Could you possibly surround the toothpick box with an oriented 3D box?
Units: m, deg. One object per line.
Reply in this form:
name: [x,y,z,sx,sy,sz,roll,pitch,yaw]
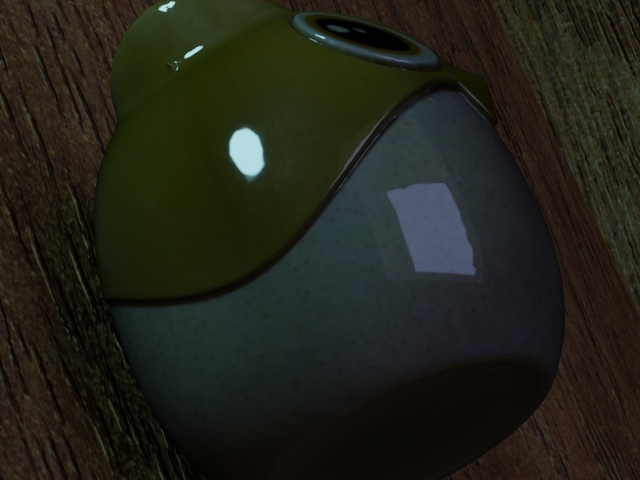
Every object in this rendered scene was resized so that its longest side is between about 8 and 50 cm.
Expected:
toothpick box: [0.000,0.000,1.778,0.409,0.409,0.425,14,43,-53]
